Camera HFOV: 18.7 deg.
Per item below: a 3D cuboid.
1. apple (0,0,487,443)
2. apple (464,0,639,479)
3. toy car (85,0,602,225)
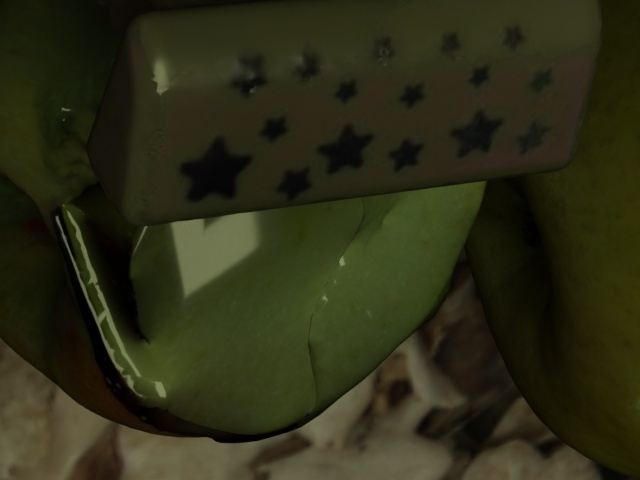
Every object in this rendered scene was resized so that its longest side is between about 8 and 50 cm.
[{"bbox_3d":[-0.043,-0.033,0.726,0.188,0.174,0.207,-36,83,-27],"label":"apple"},{"bbox_3d":[0.161,-0.028,0.781,0.194,0.261,0.261,-15,119,-14],"label":"apple"},{"bbox_3d":[0.018,-0.185,0.525,0.242,0.226,0.336,-7,151,-24],"label":"toy car"}]
